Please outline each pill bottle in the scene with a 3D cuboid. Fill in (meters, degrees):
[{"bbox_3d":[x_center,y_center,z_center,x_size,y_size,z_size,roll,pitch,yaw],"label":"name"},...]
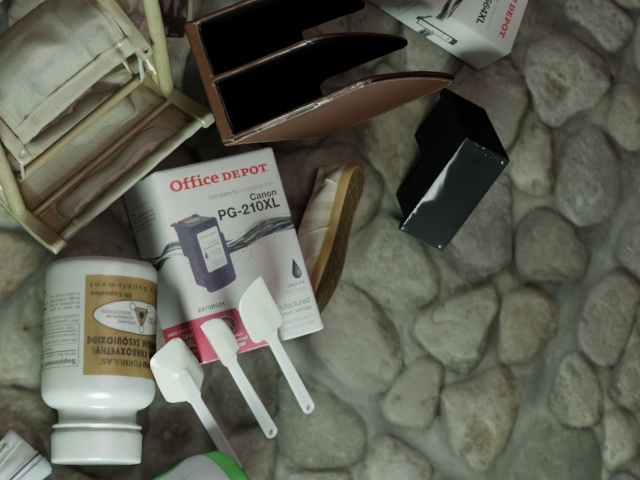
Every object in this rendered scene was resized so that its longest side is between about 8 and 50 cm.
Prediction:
[{"bbox_3d":[-0.254,0.140,1.854,0.131,0.131,0.229,6,77,-27],"label":"pill bottle"}]

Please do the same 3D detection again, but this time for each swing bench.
[{"bbox_3d":[-0.291,-0.169,1.839,0.253,0.165,0.255,-42,142,-18],"label":"swing bench"}]

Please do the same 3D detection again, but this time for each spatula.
[{"bbox_3d":[-0.097,0.168,1.917,0.168,0.019,0.242,-40,136,-17],"label":"spatula"}]

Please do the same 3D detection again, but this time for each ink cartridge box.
[{"bbox_3d":[-0.119,0.020,1.968,0.172,0.100,0.237,-15,87,-30],"label":"ink cartridge box"},{"bbox_3d":[0.182,-0.352,2.215,0.203,0.086,0.148,28,68,-20],"label":"ink cartridge box"}]

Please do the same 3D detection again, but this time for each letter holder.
[{"bbox_3d":[0.014,-0.224,1.948,0.302,0.214,0.152,-13,84,-66],"label":"letter holder"}]

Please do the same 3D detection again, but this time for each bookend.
[{"bbox_3d":[0.163,-0.096,2.149,0.072,0.156,0.157,26,112,-21],"label":"bookend"}]

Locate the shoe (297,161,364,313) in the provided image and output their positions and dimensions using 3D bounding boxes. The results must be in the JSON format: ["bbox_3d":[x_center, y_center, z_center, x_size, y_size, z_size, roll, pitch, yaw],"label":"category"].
[{"bbox_3d":[0.000,0.000,2.066,0.058,0.076,0.219,11,71,19],"label":"shoe"}]

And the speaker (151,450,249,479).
[{"bbox_3d":[-0.214,0.354,1.834,0.296,0.131,0.131,-27,93,-30],"label":"speaker"}]

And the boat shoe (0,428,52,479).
[{"bbox_3d":[-0.400,0.298,1.783,0.076,0.083,0.226,48,50,0],"label":"boat shoe"}]

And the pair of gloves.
[{"bbox_3d":[-0.265,-0.267,1.984,0.240,0.042,0.204,13,74,-25],"label":"pair of gloves"}]
